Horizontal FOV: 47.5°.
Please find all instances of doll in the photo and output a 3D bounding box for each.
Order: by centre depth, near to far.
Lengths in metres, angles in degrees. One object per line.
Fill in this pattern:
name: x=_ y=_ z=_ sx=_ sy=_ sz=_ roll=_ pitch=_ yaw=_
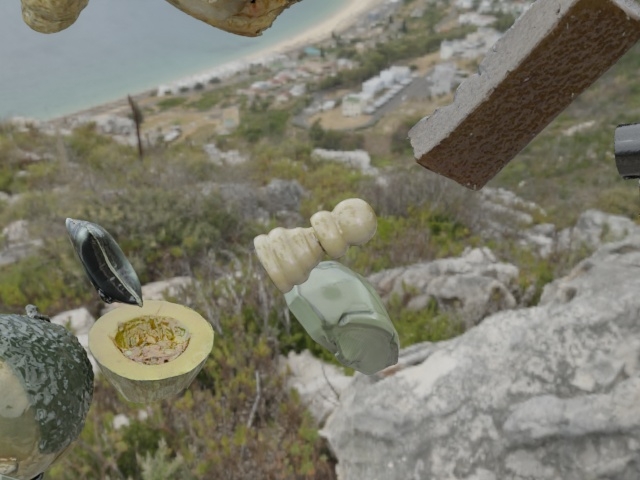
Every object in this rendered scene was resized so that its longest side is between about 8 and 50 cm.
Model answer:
doll: x=-0.407 y=0.208 z=0.935 sx=0.248 sy=0.247 sz=0.349 roll=-2 pitch=3 yaw=-4

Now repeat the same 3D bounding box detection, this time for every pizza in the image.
pizza: x=-0.060 y=-0.366 z=0.894 sx=0.189 sy=0.297 sz=0.071 roll=23 pitch=41 yaw=-43

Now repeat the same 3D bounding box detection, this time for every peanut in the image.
peanut: x=-0.337 y=-0.304 z=0.906 sx=0.080 sy=0.080 sz=0.174 roll=-17 pitch=5 yaw=-29

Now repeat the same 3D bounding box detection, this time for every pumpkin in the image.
pumpkin: x=-0.302 y=0.210 z=1.300 sx=0.218 sy=0.110 sz=0.217 roll=6 pitch=25 yaw=-3

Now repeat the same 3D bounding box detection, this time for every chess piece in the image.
chess piece: x=0.000 y=0.000 z=1.024 sx=0.171 sy=0.094 sz=0.094 roll=-27 pitch=27 yaw=7

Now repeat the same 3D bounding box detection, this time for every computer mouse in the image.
computer mouse: x=0.070 y=0.155 z=1.562 sx=0.145 sy=0.429 sz=0.228 roll=-41 pitch=60 yaw=6

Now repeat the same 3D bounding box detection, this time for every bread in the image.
bread: x=0.344 y=-0.267 z=1.249 sx=0.165 sy=0.416 sz=0.113 roll=21 pitch=41 yaw=-30

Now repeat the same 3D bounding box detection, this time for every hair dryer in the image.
hair dryer: x=0.435 y=-0.029 z=0.914 sx=0.114 sy=0.247 sz=0.071 roll=-2 pitch=2 yaw=42

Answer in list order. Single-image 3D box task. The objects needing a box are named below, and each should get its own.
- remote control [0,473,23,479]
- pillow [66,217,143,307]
remote control: x=-0.284 y=0.301 z=0.521 sx=0.038 sy=0.285 sz=0.123 roll=27 pitch=21 yaw=-26
pillow: x=-0.277 y=0.028 z=0.937 sx=0.055 sy=0.135 sz=0.091 roll=-25 pitch=24 yaw=-1
